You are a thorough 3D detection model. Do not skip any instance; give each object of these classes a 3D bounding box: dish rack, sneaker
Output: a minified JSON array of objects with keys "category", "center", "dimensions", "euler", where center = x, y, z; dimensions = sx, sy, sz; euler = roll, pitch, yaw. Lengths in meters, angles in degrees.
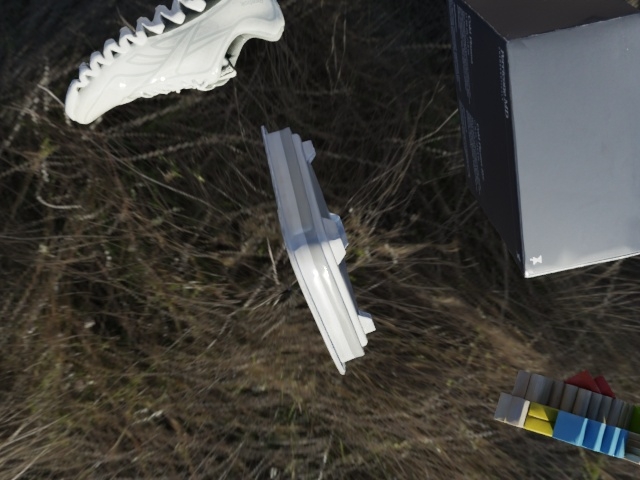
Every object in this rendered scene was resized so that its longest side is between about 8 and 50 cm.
[{"category":"dish rack","center":[0.000,0.000,1.411],"dimensions":[0.072,0.332,0.285],"euler":[-20,131,4]},{"category":"sneaker","center":[-0.175,-0.217,1.131],"dimensions":[0.292,0.110,0.118],"euler":[-34,98,8]}]

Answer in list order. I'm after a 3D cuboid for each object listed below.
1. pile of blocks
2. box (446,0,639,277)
[{"category":"pile of blocks","center":[0.443,0.266,1.433],"dimensions":[0.362,0.149,0.112],"euler":[18,85,-15]},{"category":"box","center":[0.313,-0.179,1.339],"dimensions":[0.179,0.312,0.343],"euler":[-12,119,-1]}]
